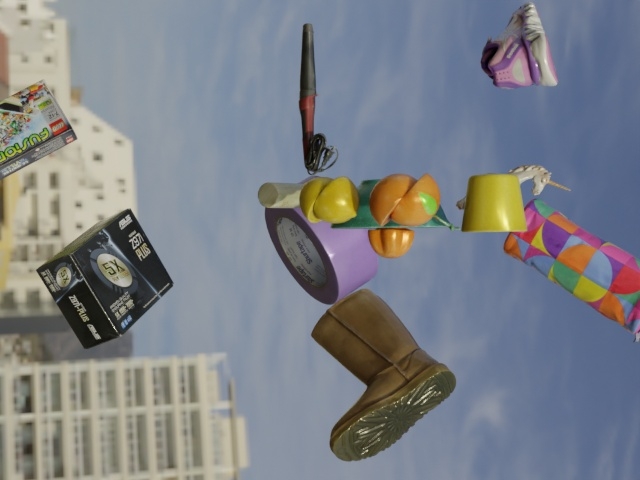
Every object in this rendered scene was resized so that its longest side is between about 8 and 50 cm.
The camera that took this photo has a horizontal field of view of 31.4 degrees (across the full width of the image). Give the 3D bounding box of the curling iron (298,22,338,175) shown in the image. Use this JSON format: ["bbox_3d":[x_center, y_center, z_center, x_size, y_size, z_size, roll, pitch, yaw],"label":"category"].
[{"bbox_3d":[-0.010,-0.245,1.969,0.068,0.035,0.274,-13,-106,32],"label":"curling iron"}]

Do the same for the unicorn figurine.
[{"bbox_3d":[0.273,-0.076,1.710,0.162,0.111,0.060,22,-29,55],"label":"unicorn figurine"}]

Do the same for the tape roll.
[{"bbox_3d":[0.000,0.000,1.759,0.189,0.080,0.189,45,-26,29],"label":"tape roll"}]

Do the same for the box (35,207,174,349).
[{"bbox_3d":[-0.328,0.057,1.759,0.147,0.078,0.180,62,31,-12],"label":"box"}]

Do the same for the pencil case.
[{"bbox_3d":[0.369,0.037,1.566,0.236,0.104,0.104,35,-44,20],"label":"pencil case"}]

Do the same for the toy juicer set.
[{"bbox_3d":[0.048,-0.024,1.258,0.329,0.209,0.089,0,-89,53],"label":"toy juicer set"}]

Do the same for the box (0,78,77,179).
[{"bbox_3d":[-0.510,-0.164,1.834,0.114,0.207,0.036,56,-11,21],"label":"box"}]

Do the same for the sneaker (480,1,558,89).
[{"bbox_3d":[0.292,-0.289,1.723,0.236,0.105,0.095,-79,150,-63],"label":"sneaker"}]

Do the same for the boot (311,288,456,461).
[{"bbox_3d":[0.061,0.214,1.838,0.269,0.236,0.089,41,-24,50],"label":"boot"}]
